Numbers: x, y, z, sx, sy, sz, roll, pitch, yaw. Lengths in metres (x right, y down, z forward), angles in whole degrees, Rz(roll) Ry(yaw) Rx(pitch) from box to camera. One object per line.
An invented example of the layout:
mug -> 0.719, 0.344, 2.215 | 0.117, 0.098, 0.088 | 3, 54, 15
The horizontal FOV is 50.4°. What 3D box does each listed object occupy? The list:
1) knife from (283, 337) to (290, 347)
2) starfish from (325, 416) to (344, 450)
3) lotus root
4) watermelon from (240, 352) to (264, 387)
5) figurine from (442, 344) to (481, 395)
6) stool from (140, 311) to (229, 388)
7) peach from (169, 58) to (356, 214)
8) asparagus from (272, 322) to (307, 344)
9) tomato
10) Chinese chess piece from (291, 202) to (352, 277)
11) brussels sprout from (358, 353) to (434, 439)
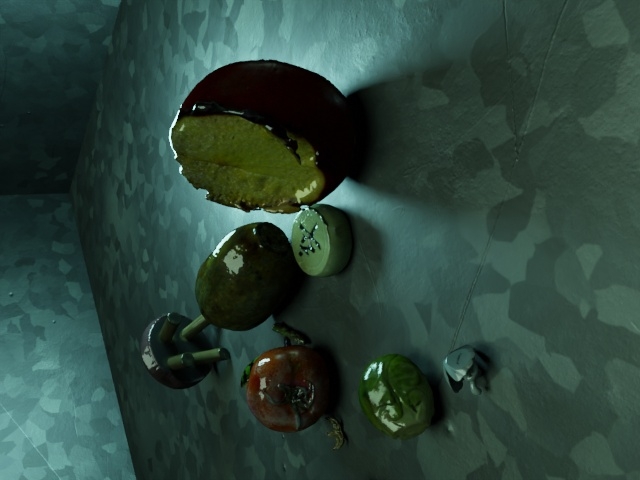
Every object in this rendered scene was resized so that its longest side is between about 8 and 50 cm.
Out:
knife -> -0.088, 0.328, 1.954 | 0.031, 0.018, 0.121 | -45, 56, 58
starfish -> 0.039, 0.505, 1.773 | 0.078, 0.028, 0.091 | 19, 112, 61
lotus root -> -0.203, 0.093, 1.910 | 0.346, 0.251, 0.250 | -52, 52, 42
watermelon -> -0.165, 0.401, 2.046 | 0.135, 0.125, 0.094 | -17, 110, 38
figurine -> 0.283, 0.251, 1.332 | 0.082, 0.086, 0.094 | -11, 42, 43
stool -> -0.457, 0.354, 2.321 | 0.178, 0.272, 0.271 | -35, 64, 39
peach -> -0.141, -0.244, 1.611 | 0.353, 0.417, 0.339 | 61, 146, 31
asparagus -> -0.085, 0.265, 1.925 | 0.165, 0.036, 0.030 | 18, 93, 56
tomato -> -0.088, 0.386, 1.788 | 0.188, 0.232, 0.231 | -159, 67, -81
Chinese chess piece -> 0.000, 0.000, 1.721 | 0.188, 0.083, 0.188 | 10, 103, 53
brussels sprout -> 0.161, 0.339, 1.471 | 0.162, 0.144, 0.180 | -24, 56, 20
